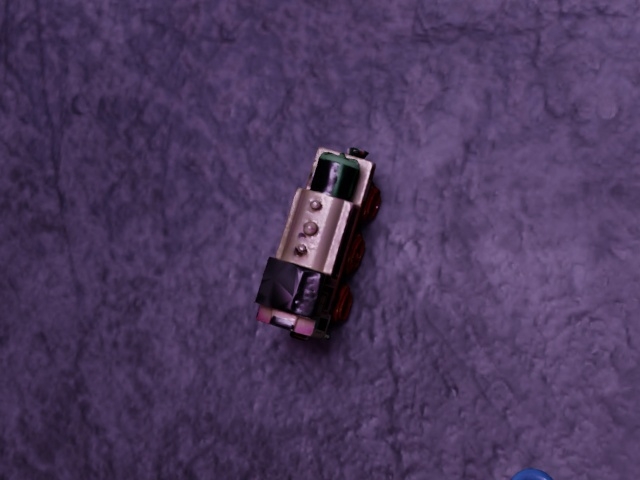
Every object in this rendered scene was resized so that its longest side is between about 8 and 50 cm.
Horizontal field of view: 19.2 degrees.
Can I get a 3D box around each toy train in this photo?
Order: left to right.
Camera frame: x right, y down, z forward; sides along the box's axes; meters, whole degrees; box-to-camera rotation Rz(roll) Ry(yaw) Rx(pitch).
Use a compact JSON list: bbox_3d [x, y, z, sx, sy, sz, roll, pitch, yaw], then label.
[{"bbox_3d":[0.000,0.000,1.278,0.050,0.087,0.138,16,88,15],"label":"toy train"}]

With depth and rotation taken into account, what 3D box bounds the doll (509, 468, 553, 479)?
[{"bbox_3d":[0.217,0.293,1.160,0.199,0.145,0.363,-18,62,-27],"label":"doll"}]
